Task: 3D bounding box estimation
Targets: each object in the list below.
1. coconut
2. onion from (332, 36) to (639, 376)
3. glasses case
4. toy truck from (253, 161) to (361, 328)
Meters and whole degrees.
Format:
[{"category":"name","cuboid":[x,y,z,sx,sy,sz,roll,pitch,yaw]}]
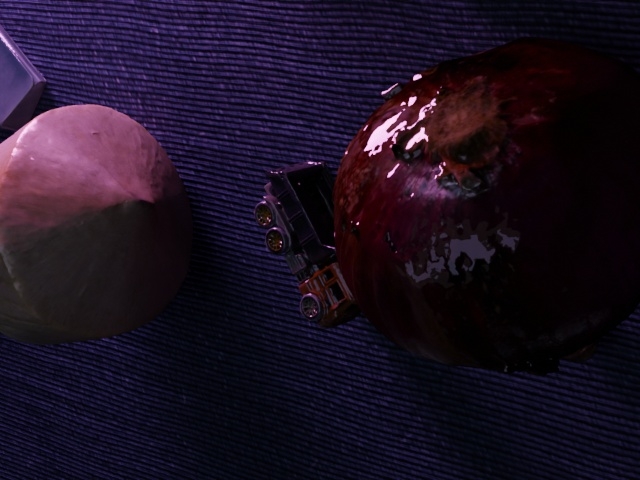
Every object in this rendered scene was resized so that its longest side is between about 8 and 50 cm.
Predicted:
[{"category":"coconut","cuboid":[-0.303,-0.013,2.160,0.329,0.329,0.329,17,115,40]},{"category":"onion","cuboid":[0.200,-0.002,1.699,0.347,0.348,0.385,19,155,39]},{"category":"glasses case","cuboid":[-0.487,-0.273,2.417,0.266,0.056,0.105,49,133,21]},{"category":"toy truck","cuboid":[0.000,0.000,2.014,0.092,0.083,0.192,-35,78,40]}]
